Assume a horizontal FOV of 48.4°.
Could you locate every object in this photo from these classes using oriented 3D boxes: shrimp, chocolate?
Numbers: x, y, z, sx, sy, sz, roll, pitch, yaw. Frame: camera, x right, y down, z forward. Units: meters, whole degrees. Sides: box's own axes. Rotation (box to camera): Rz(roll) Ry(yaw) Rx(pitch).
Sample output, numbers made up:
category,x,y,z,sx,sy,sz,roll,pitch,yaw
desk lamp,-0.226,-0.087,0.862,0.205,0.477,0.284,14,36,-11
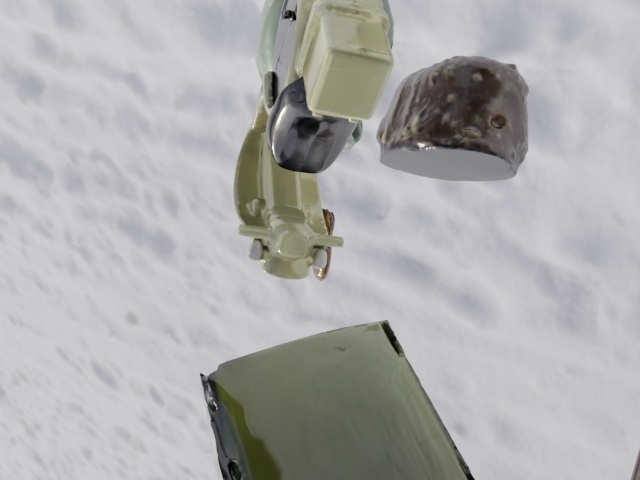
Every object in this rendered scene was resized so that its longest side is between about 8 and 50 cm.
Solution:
category,x,y,z,sx,sy,sz,roll,pitch,yaw
shrimp,0.000,0.000,0.925,0.025,0.127,0.091,3,102,-12
chocolate,0.258,-0.241,1.365,0.340,0.225,0.210,5,83,62

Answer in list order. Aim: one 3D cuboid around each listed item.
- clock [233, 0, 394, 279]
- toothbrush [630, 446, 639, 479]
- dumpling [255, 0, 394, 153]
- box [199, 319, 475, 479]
category,x,y,z,sx,sy,sz,roll,pitch,yaw
clock,-0.027,-0.120,0.815,0.120,0.276,0.379,6,134,-14
toothbrush,0.428,0.269,0.905,0.041,0.041,0.364,17,98,27
dumpling,0.010,-0.307,1.101,0.211,0.270,0.321,23,106,3
box,0.042,0.323,0.478,0.420,0.138,0.373,94,157,-47
